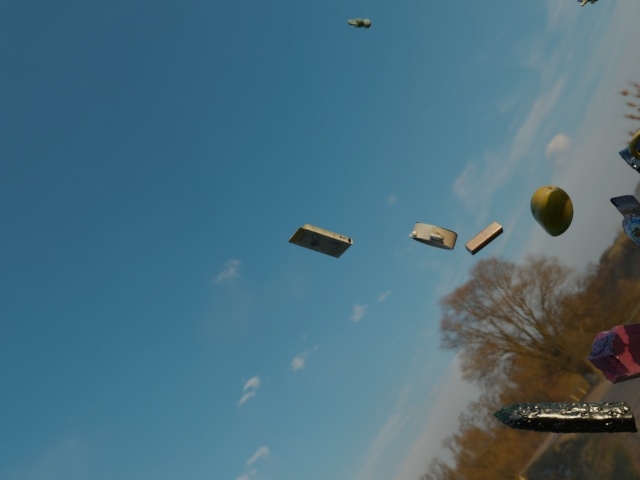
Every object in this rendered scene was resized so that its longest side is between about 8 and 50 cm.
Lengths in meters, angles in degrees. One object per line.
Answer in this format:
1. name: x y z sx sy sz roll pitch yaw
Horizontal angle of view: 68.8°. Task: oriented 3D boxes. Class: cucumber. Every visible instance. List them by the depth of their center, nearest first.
1. cucumber: 0.560 0.413 1.084 0.072 0.300 0.072 -7 -90 -75

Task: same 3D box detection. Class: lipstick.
1. lipstick: 0.612 -0.008 1.748 0.145 0.045 0.045 -38 -40 0

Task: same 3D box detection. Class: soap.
1. soap: 0.956 0.359 1.477 0.250 0.162 0.099 -2 -28 -29

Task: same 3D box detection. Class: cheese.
1. cheese: 1.178 -0.063 1.706 0.074 0.286 0.189 -50 12 -17

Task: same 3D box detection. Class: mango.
1. mango: 0.782 -0.099 1.578 0.130 0.092 0.194 -17 -63 10

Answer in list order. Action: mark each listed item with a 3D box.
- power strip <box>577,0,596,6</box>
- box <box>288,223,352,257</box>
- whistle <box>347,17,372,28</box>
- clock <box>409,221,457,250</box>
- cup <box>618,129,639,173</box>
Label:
1. power strip: 0.670 -0.630 1.123 0.191 0.047 0.030 -54 -44 -13
2. box: 0.000 0.000 1.959 0.247 0.033 0.129 19 -38 -21
3. whistle: 0.146 -0.801 1.721 0.100 0.035 0.035 -6 -55 -23
4. clock: 0.394 -0.017 1.623 0.229 0.156 0.063 44 -116 -80
5. cup: 1.064 -0.292 1.393 0.255 0.178 0.256 -14 -28 -50
